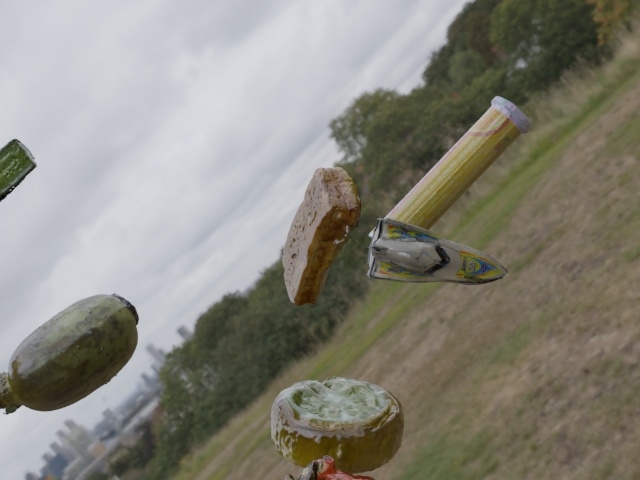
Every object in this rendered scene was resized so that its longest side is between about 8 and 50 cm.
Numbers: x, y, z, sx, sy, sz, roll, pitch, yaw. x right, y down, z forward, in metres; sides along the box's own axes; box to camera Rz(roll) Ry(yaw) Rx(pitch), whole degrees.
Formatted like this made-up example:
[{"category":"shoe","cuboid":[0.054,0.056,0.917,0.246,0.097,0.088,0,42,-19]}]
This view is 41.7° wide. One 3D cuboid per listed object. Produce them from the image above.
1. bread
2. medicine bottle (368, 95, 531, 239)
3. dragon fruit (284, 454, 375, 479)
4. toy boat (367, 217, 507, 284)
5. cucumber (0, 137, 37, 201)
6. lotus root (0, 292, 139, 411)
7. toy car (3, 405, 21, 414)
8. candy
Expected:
[{"category":"bread","cuboid":[-0.002,0.000,1.492,0.077,0.139,0.271,3,-43,-20]},{"category":"medicine bottle","cuboid":[0.285,-0.132,1.873,0.426,0.108,0.108,-46,1,-2]},{"category":"dragon fruit","cuboid":[0.025,0.477,1.360,0.224,0.227,0.224,-38,-32,-29]},{"category":"toy boat","cuboid":[0.161,0.025,1.167,0.066,0.210,0.085,178,103,-81]},{"category":"cucumber","cuboid":[-0.662,-0.111,1.687,0.211,0.078,0.062,-42,13,-1]},{"category":"lotus root","cuboid":[-0.475,0.221,1.585,0.309,0.173,0.173,-39,-1,-26]},{"category":"toy car","cuboid":[-0.655,0.299,1.680,0.055,0.069,0.142,-43,-39,18]},{"category":"candy","cuboid":[0.033,0.345,1.602,0.260,0.259,0.118,-44,-42,-66]}]
